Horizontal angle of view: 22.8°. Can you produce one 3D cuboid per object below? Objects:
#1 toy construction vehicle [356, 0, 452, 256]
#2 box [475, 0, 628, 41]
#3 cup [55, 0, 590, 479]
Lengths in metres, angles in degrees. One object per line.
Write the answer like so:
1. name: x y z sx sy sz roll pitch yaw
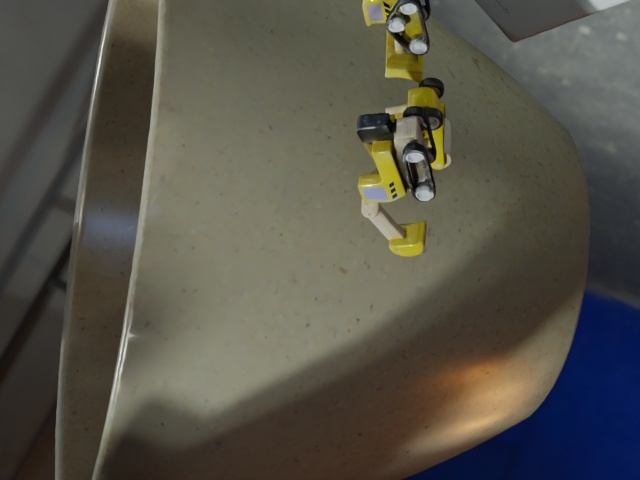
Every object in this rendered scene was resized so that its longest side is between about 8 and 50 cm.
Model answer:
1. toy construction vehicle: 0.032 -0.052 0.662 0.035 0.086 0.098 -4 145 12
2. box: 0.160 -0.257 0.762 0.215 0.168 0.345 47 160 -14
3. cup: 0.000 0.000 0.836 0.237 0.331 0.331 7 172 -14
